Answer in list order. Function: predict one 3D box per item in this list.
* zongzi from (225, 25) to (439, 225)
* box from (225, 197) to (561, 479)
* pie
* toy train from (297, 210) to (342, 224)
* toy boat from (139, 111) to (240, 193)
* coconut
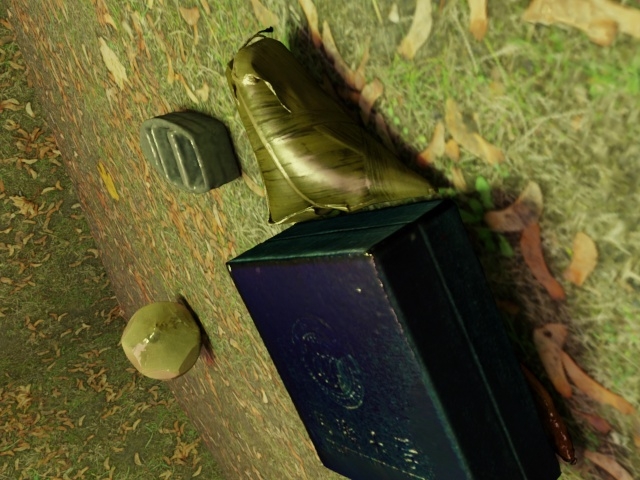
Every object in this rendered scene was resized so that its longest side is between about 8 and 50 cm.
[{"bbox_3d":[0.002,-0.122,0.542,0.204,0.094,0.205,-3,111,50],"label":"zongzi"},{"bbox_3d":[0.055,0.118,0.554,0.261,0.116,0.279,-8,110,55],"label":"box"},{"bbox_3d":[0.167,0.137,0.551,0.191,0.033,0.088,20,125,46],"label":"pie"},{"bbox_3d":[0.000,0.000,0.691,0.038,0.056,0.093,43,146,42],"label":"toy train"},{"bbox_3d":[-0.235,-0.154,0.943,0.283,0.078,0.127,23,136,52],"label":"toy boat"},{"bbox_3d":[-0.451,0.290,1.609,0.227,0.227,0.230,57,164,9],"label":"coconut"}]
